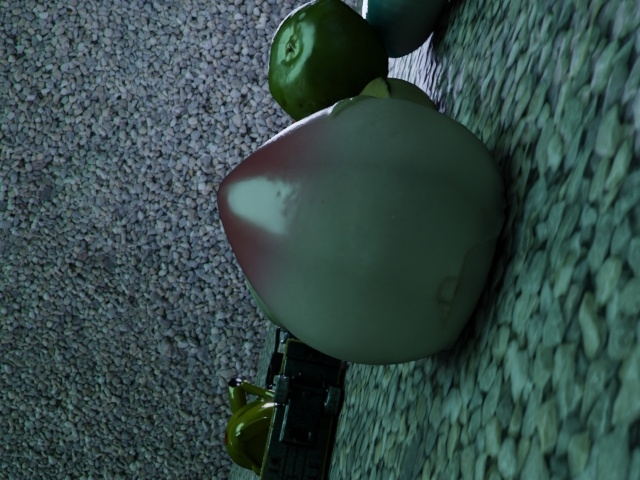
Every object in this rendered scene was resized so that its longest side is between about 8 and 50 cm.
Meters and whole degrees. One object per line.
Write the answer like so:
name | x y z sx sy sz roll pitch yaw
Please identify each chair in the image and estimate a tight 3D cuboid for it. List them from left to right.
chair | -0.069 0.284 1.839 0.113 0.106 0.229 112 170 -54

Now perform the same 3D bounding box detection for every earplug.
earplug | 0.151 -0.439 1.378 0.324 0.184 0.185 104 179 -74

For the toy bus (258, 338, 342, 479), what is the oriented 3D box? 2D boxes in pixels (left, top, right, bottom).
toy bus | -0.040 0.350 1.360 0.123 0.121 0.336 104 177 -61

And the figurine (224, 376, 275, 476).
figurine | -0.124 0.402 1.639 0.169 0.218 0.326 -43 4 -22

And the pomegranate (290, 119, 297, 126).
pomegranate | 0.018 -0.209 1.792 0.257 0.220 0.221 -119 44 -81

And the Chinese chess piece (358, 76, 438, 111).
Chinese chess piece | 0.093 -0.133 1.223 0.251 0.097 0.251 -162 90 -72

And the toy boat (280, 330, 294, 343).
toy boat | -0.101 0.273 2.390 0.137 0.060 0.060 -83 10 -49

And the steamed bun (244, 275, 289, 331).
steamed bun | -0.005 0.022 1.357 0.283 0.177 0.283 42 -140 -48

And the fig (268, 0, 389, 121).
fig | 0.046 -0.280 1.381 0.233 0.314 0.233 -34 33 26

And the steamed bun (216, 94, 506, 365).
steamed bun | 0.028 -0.020 0.840 0.309 0.309 0.310 -165 90 -84
